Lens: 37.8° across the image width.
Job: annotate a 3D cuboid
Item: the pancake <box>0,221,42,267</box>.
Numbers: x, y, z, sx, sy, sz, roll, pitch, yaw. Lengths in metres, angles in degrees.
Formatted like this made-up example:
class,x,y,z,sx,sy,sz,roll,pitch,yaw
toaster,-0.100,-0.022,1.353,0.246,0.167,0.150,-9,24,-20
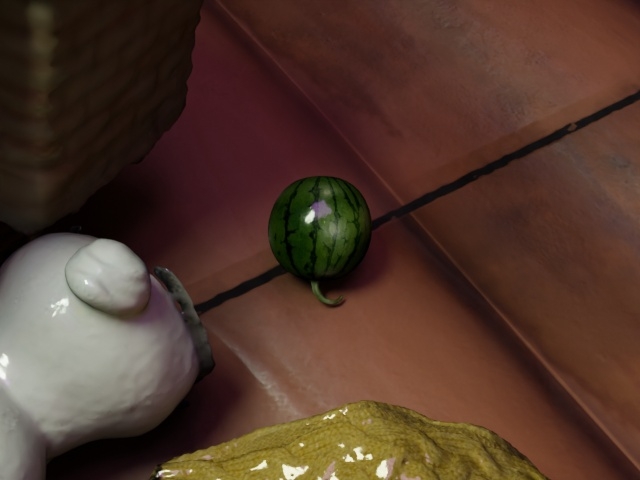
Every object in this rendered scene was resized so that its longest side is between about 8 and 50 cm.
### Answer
class,x,y,z,sx,sy,sz,roll,pitch,yaw
pancake,-0.316,0.028,0.797,0.266,0.057,0.244,-18,63,-29

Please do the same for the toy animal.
class,x,y,z,sx,sy,sz,roll,pitch,yaw
toy animal,-0.224,0.124,0.636,0.310,0.247,0.183,-41,107,-45

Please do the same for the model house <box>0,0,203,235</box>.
class,x,y,z,sx,sy,sz,roll,pitch,yaw
model house,-0.316,-0.220,0.588,0.395,0.400,0.445,34,47,8

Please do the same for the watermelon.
class,x,y,z,sx,sy,sz,roll,pitch,yaw
watermelon,-0.003,-0.007,0.846,0.109,0.109,0.109,3,51,-4

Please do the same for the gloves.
class,x,y,z,sx,sy,sz,roll,pitch,yaw
gloves,0.053,0.212,0.641,0.356,0.155,0.203,2,55,-10
